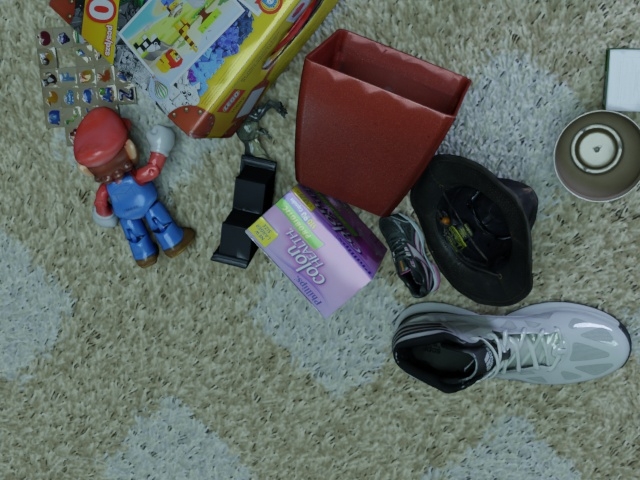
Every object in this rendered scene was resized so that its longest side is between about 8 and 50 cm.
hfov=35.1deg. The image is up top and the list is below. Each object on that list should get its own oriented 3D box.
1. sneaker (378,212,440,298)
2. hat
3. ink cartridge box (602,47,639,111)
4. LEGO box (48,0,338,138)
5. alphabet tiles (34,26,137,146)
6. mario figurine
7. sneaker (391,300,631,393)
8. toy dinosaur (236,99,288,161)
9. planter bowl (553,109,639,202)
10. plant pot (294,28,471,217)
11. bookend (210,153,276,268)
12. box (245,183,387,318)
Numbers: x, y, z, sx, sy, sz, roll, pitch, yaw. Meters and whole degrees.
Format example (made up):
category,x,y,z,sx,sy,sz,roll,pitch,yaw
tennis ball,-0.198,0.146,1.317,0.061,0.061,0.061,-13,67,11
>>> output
category,x,y,z,sx,sy,sz,roll,pitch,yaw
sneaker,0.166,0.030,1.919,0.072,0.077,0.178,-31,95,32
hat,0.312,-0.037,1.824,0.134,0.331,0.331,-28,98,-24
ink cartridge box,0.608,-0.282,1.780,0.209,0.062,0.109,3,103,10
LEGO box,-0.174,-0.487,1.786,0.372,0.193,0.500,43,106,9
alphabet tiles,-0.461,-0.306,2.007,0.198,0.009,0.237,-1,103,11
mario figurine,-0.365,-0.120,1.990,0.198,0.170,0.320,-32,111,-20
sneaker,0.345,0.220,1.844,0.448,0.257,0.169,1,103,10
toy dinosaur,-0.131,-0.263,1.929,0.118,0.064,0.268,-21,95,21
planter bowl,0.497,-0.156,1.806,0.162,0.109,0.162,2,102,11
plant pot,0.091,-0.199,1.807,0.267,0.267,0.235,22,116,5
bookend,-0.144,-0.056,1.908,0.072,0.157,0.156,13,122,7
box,0.000,0.000,1.867,0.117,0.243,0.213,-41,92,17
